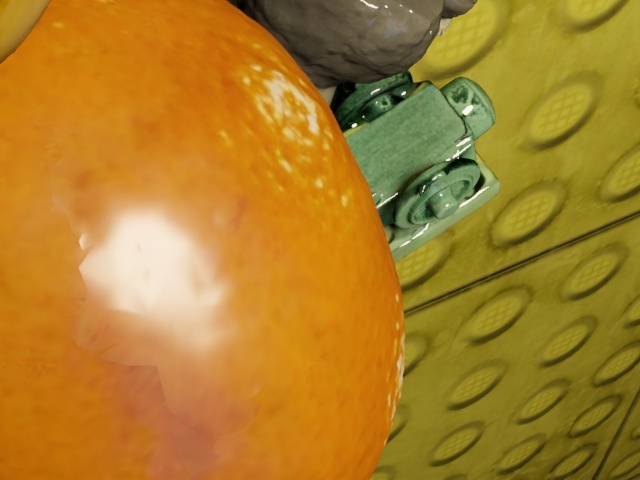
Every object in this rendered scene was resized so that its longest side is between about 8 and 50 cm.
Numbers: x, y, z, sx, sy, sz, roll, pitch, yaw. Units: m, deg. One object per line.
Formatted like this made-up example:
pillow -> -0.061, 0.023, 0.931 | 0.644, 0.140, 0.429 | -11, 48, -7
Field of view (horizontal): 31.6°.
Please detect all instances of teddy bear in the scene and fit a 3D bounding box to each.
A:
teddy bear -> -0.039, -0.141, 0.799 | 0.171, 0.144, 0.251 | 40, 123, -22

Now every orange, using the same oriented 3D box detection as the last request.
orange -> -0.151, 0.033, 0.666 | 0.326, 0.424, 0.424 | -56, 168, -45

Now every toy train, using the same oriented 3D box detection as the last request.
toy train -> 0.000, 0.000, 0.997 | 0.369, 0.150, 0.237 | -33, 156, -4

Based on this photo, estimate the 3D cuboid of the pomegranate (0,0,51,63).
pomegranate -> -0.237, -0.203, 0.349 | 0.410, 0.410, 0.410 | -24, 146, -18
